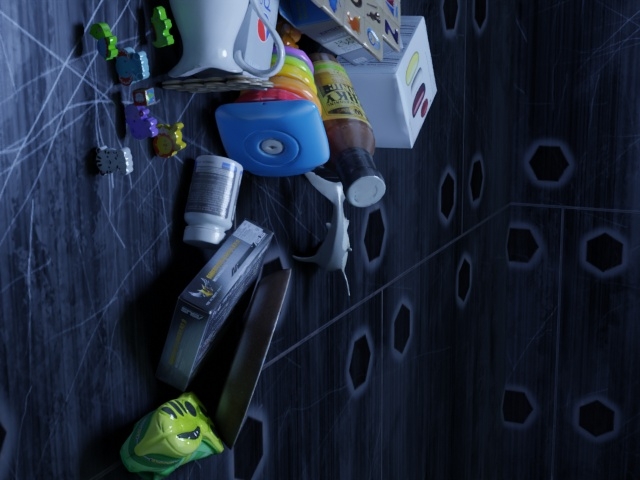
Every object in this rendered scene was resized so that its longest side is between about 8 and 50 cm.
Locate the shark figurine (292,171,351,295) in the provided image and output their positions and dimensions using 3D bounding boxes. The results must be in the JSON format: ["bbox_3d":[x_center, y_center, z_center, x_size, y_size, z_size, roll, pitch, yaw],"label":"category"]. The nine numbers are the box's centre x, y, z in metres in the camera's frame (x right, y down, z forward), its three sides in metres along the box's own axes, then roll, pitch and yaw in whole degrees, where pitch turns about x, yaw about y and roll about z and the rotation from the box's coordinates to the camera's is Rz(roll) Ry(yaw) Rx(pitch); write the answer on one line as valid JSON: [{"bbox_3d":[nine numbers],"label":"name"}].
[{"bbox_3d":[0.002,0.001,2.137,0.278,0.116,0.166,93,-8,-57],"label":"shark figurine"}]

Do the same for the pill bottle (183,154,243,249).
[{"bbox_3d":[-0.172,-0.059,1.766,0.078,0.078,0.137,35,63,-63],"label":"pill bottle"}]

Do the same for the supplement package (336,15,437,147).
[{"bbox_3d":[0.134,-0.328,2.319,0.194,0.149,0.203,73,31,-41],"label":"supplement package"}]

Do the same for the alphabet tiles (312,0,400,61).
[{"bbox_3d":[0.039,-0.472,1.894,0.342,0.011,0.285,34,48,-44],"label":"alphabet tiles"}]

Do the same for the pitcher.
[{"bbox_3d":[-0.139,-0.345,1.664,0.125,0.178,0.207,-93,-175,-80],"label":"pitcher"}]

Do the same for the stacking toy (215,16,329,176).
[{"bbox_3d":[-0.069,-0.271,1.909,0.166,0.175,0.302,74,16,-53],"label":"stacking toy"}]

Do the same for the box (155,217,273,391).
[{"bbox_3d":[-0.164,0.098,1.752,0.231,0.056,0.183,-54,169,-49],"label":"box"}]

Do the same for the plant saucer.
[{"bbox_3d":[-0.117,0.186,1.831,0.310,0.050,0.310,-160,-90,-87],"label":"plant saucer"}]

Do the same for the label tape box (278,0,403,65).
[{"bbox_3d":[0.019,-0.480,1.992,0.347,0.115,0.249,17,60,-67],"label":"label tape box"}]

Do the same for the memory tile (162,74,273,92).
[{"bbox_3d":[-0.154,-0.235,1.684,0.113,0.148,0.012,-7,96,-65],"label":"memory tile"}]

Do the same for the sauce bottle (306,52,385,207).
[{"bbox_3d":[0.033,-0.194,1.961,0.111,0.111,0.344,67,1,-47],"label":"sauce bottle"}]

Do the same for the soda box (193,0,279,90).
[{"bbox_3d":[-0.126,-0.387,1.778,0.091,0.098,0.286,22,75,-67],"label":"soda box"}]

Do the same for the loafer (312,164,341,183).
[{"bbox_3d":[0.016,-0.169,2.142,0.302,0.109,0.095,12,75,-61],"label":"loafer"}]

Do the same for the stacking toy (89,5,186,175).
[{"bbox_3d":[-0.261,-0.208,1.576,0.167,0.052,0.221,-38,127,-61],"label":"stacking toy"}]

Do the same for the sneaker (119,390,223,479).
[{"bbox_3d":[-0.231,0.297,1.695,0.109,0.123,0.295,61,3,13],"label":"sneaker"}]
